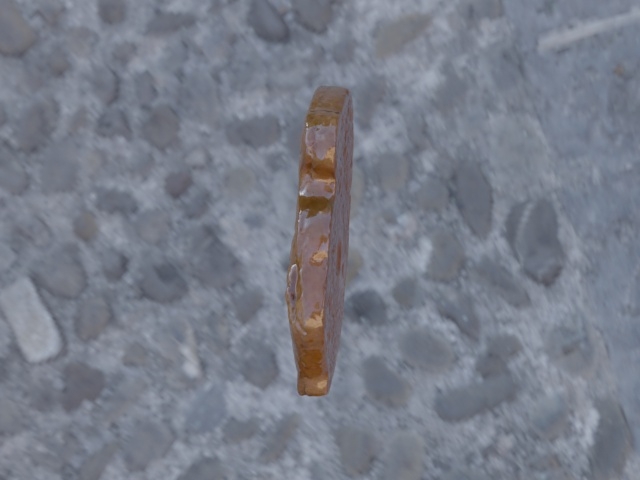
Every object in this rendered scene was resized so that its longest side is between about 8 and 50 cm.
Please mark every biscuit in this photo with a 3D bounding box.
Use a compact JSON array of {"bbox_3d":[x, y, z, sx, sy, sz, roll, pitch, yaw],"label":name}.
[{"bbox_3d":[0.000,0.000,0.672,0.019,0.102,0.130,4,97,6],"label":"biscuit"}]
